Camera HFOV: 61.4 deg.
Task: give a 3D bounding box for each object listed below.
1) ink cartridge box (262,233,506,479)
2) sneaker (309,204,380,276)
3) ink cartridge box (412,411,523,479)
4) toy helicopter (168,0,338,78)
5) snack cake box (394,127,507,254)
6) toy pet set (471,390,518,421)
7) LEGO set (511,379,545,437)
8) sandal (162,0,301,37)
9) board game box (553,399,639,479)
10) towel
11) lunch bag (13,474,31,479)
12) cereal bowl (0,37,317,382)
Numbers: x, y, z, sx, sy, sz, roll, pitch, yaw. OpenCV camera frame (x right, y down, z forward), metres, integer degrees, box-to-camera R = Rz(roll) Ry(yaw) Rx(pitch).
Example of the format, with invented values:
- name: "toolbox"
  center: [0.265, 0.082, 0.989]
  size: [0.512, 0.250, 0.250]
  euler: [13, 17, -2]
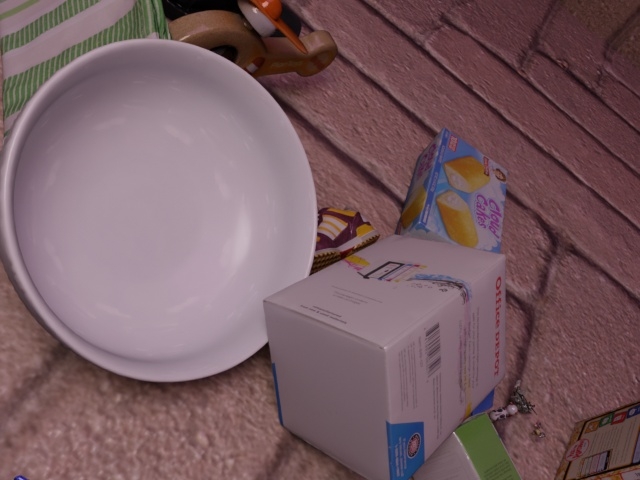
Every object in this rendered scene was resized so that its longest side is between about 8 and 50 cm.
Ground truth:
- name: "ink cartridge box"
  center: [0.083, 0.116, 0.614]
  size: [0.232, 0.168, 0.171]
  euler: [-24, 117, -41]
- name: "sneaker"
  center: [0.000, 0.000, 0.767]
  size: [0.185, 0.069, 0.084]
  euler: [-17, 59, -45]
- name: "ink cartridge box"
  center: [0.188, 0.317, 0.613]
  size: [0.062, 0.109, 0.209]
  euler: [-10, 63, -35]
- name: "toy helicopter"
  center: [-0.096, -0.284, 0.794]
  size: [0.355, 0.235, 0.140]
  euler: [-23, 76, -43]
- name: "snack cake box"
  center: [0.229, -0.056, 0.925]
  size: [0.152, 0.089, 0.264]
  euler: [30, 47, -8]
- name: "toy pet set"
  center: [0.229, 0.194, 0.758]
  size: [0.114, 0.065, 0.122]
  euler: [-7, 61, -35]
- name: "LEGO set"
  center: [0.295, 0.246, 0.779]
  size: [0.023, 0.054, 0.083]
  euler: [-20, 64, 0]
- name: "sandal"
  center: [-0.229, -0.459, 0.928]
  size: [0.445, 0.107, 0.167]
  euler: [18, 50, -20]
- name: "board game box"
  center: [0.412, 0.279, 0.719]
  size: [0.045, 0.193, 0.147]
  euler: [47, 47, 6]
- name: "towel"
  center: [-0.313, -0.283, 0.687]
  size: [0.038, 0.248, 0.325]
  euler: [45, 22, -62]
- name: "lunch bag"
  center: [-0.198, 0.305, 0.387]
  size: [0.303, 0.115, 0.243]
  euler: [22, 47, -18]
- name: "cereal bowl"
  center: [-0.172, -0.027, 0.584]
  size: [0.339, 0.141, 0.339]
  euler: [4, 85, -41]
